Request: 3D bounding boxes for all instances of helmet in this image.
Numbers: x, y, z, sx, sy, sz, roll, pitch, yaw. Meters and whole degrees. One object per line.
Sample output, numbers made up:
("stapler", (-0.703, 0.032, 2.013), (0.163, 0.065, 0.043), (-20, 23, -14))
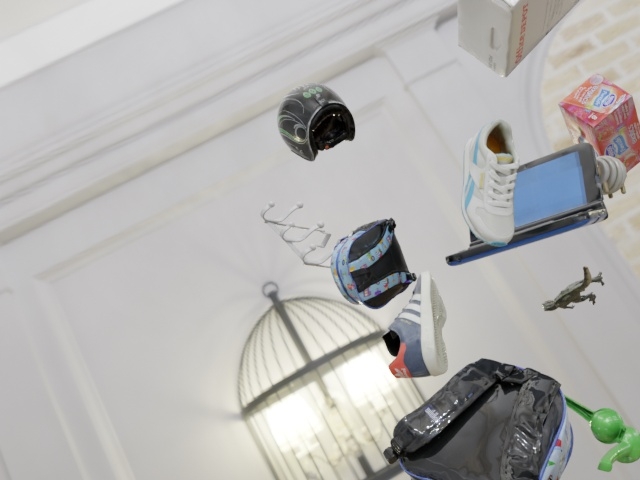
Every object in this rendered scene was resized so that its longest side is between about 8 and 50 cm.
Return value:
("helmet", (-0.018, -0.263, 1.547), (0.169, 0.161, 0.169), (-16, -58, -28))

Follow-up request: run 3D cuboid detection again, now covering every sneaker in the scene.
("sneaker", (0.229, 0.207, 1.759), (0.148, 0.131, 0.350), (-19, 27, 21))
("sneaker", (0.299, -0.101, 1.219), (0.087, 0.229, 0.092), (4, -23, -14))

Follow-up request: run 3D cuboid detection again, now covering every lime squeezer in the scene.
("lime squeezer", (0.435, 0.301, 1.099), (0.110, 0.059, 0.310), (0, 9, 2))

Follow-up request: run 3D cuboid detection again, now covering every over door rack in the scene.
("over door rack", (0.000, 0.000, 2.071), (0.108, 0.239, 0.324), (-52, -38, 11))

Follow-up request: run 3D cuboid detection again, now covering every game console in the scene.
("game console", (0.401, -0.076, 1.415), (0.293, 0.173, 0.250), (-22, -7, 34))

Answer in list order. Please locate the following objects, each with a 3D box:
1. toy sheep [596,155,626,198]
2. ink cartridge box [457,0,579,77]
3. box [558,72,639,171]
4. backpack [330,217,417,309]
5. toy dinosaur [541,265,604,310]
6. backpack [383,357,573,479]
("toy sheep", (0.601, -0.135, 1.478), (0.132, 0.091, 0.091), (1, -32, -37))
("ink cartridge box", (0.358, -0.443, 1.156), (0.283, 0.117, 0.207), (-46, -21, -6))
("box", (0.708, -0.276, 1.752), (0.122, 0.128, 0.257), (-41, -42, 4))
("backpack", (0.086, 0.056, 1.358), (0.117, 0.158, 0.173), (-14, 12, 40))
("toy dinosaur", (0.696, 0.135, 1.884), (0.118, 0.064, 0.268), (-7, -28, -15))
("backpack", (0.297, 0.343, 1.180), (0.263, 0.276, 0.213), (-53, -39, -22))
